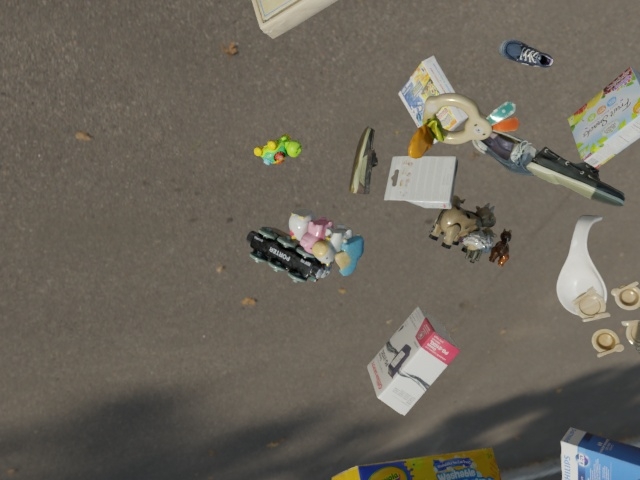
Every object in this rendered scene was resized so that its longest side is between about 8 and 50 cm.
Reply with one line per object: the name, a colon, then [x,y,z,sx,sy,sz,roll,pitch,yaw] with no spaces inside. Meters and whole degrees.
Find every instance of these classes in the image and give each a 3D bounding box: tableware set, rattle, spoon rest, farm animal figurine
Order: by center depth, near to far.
rattle: [0.301,-0.227,1.186,0.199,0.143,0.130,17,126,15]
tableware set: [0.647,0.173,1.248,0.141,0.169,0.020,-25,173,25]
spoon rest: [0.713,0.070,1.549,0.084,0.137,0.277,-4,97,-41]
farm animal figurine: [0.486,-0.061,1.903,0.326,0.330,0.172,4,113,-49]

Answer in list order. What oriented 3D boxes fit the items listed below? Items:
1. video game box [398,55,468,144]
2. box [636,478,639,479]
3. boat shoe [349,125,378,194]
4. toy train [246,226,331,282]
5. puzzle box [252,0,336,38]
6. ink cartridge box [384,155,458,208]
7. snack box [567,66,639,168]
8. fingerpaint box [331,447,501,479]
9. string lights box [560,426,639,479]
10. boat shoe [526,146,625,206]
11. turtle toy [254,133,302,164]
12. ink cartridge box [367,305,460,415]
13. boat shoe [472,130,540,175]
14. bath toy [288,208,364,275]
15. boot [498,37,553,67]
video game box: [0.305,-0.374,1.562,0.048,0.187,0.205,-31,177,-13]
box: [0.510,0.459,0.755,0.279,0.177,0.290,-11,115,-24]
boat shoe: [0.146,-0.250,1.809,0.073,0.224,0.080,16,168,-8]
toy train: [-0.114,0.048,2.126,0.190,0.333,0.142,-4,117,-64]
puzzle box: [0.025,-0.605,1.090,0.408,0.272,0.052,-23,166,23]
ink cartridge box: [0.275,-0.159,1.552,0.179,0.146,0.045,3,156,25]
snack box: [0.772,-0.321,1.501,0.070,0.175,0.207,22,139,-20]
fingerpaint box: [0.287,0.754,1.456,0.444,0.371,0.163,5,148,-26]
string lights box: [0.734,0.571,1.399,0.076,0.259,0.134,-24,112,-43]
boat shoe: [0.868,-0.224,1.908,0.127,0.340,0.113,28,95,-47]
turtle toy: [-0.108,-0.242,1.522,0.130,0.095,0.066,-16,105,34]
ink cartridge box: [0.246,0.324,1.549,0.100,0.172,0.237,35,101,-14]
boat shoe: [0.702,-0.346,2.150,0.118,0.320,0.103,-55,147,7]
bath toy: [0.000,0.000,1.963,0.151,0.348,0.129,-17,119,-30]
boot: [0.680,-0.617,1.878,0.189,0.086,0.069,2,113,-31]
